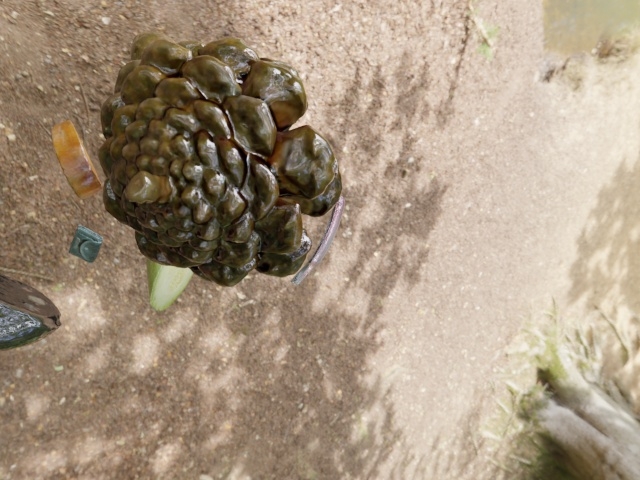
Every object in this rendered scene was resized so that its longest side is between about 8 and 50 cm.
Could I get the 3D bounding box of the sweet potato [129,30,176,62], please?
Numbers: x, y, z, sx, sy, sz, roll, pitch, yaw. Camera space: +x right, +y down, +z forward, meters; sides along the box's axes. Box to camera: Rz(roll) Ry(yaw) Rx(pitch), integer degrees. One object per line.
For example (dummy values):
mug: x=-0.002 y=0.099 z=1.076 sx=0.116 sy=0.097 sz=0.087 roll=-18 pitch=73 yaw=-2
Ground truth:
sweet potato: x=-0.448 y=-0.494 z=1.166 sx=0.130 sy=0.422 sz=0.131 roll=-8 pitch=113 yaw=-20

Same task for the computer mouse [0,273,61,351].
computer mouse: x=-0.525 y=0.088 z=0.616 sx=0.269 sy=0.170 sz=0.100 roll=39 pitch=76 yaw=-37

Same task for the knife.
knife: x=0.002 y=0.001 z=1.184 sx=0.053 sy=0.123 sz=0.278 roll=30 pitch=82 yaw=-11

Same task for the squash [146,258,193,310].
squash: x=-0.380 y=0.047 z=1.188 sx=0.189 sy=0.261 sz=0.189 roll=-12 pitch=154 yaw=-6

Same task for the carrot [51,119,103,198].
carrot: x=-0.911 y=-0.310 z=1.619 sx=0.100 sy=0.308 sz=0.258 roll=-19 pitch=155 yaw=-18

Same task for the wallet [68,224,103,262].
wallet: x=-0.758 y=0.018 z=1.389 sx=0.088 sy=0.026 sz=0.129 roll=31 pitch=124 yaw=-14

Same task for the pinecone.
pinecone: x=-0.092 y=-0.082 z=0.455 sx=0.243 sy=0.309 sz=0.244 roll=4 pitch=119 yaw=7
